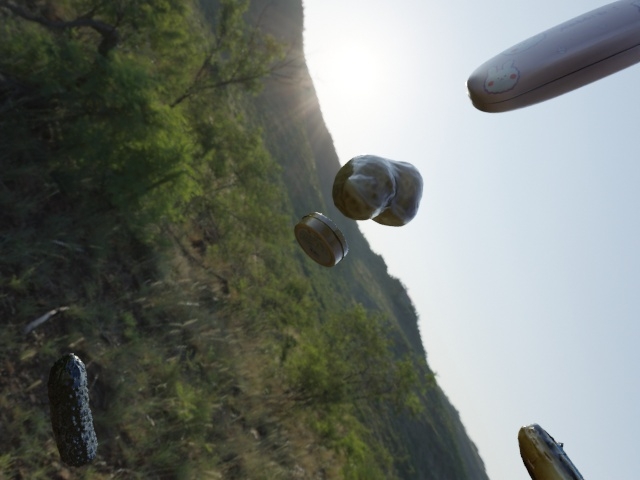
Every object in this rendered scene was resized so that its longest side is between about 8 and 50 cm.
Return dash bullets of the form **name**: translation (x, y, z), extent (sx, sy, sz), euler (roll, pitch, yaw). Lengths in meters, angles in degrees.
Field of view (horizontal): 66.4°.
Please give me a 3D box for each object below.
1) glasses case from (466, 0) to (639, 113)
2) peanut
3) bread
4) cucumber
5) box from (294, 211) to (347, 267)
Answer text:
- **glasses case**: translation (0.351, -0.259, 0.676), extent (0.113, 0.296, 0.075), euler (-94, 160, -56)
- **peanut**: translation (0.106, -0.089, 0.873), extent (0.253, 0.122, 0.137), euler (2, 39, -53)
- **bread**: translation (0.279, 0.274, 0.588), extent (0.072, 0.053, 0.106), euler (42, 11, -25)
- **cucumber**: translation (-0.458, 0.310, 0.901), extent (0.072, 0.072, 0.300), euler (-120, -146, -49)
- **box**: translation (0.000, 0.000, 0.887), extent (0.105, 0.037, 0.106), euler (36, -28, 22)
